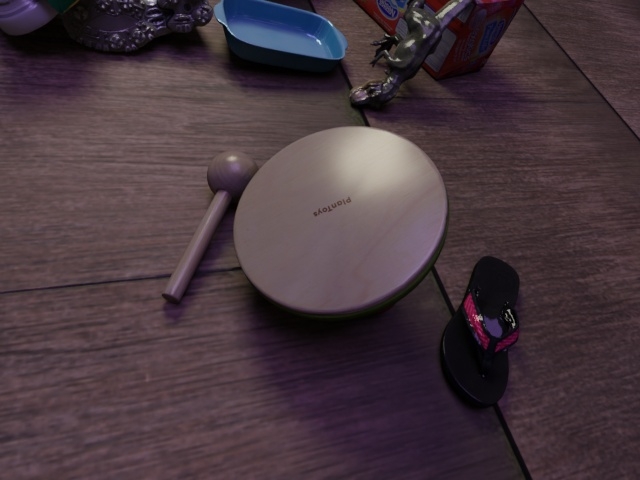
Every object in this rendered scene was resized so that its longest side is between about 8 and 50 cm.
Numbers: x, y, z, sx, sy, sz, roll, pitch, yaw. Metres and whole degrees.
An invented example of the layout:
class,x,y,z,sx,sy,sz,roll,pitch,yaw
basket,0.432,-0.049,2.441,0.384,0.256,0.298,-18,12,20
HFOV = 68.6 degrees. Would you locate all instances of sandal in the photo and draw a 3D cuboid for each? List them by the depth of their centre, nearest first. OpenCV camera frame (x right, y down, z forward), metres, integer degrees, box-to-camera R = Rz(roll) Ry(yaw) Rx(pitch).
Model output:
class,x,y,z,sx,sy,sz,roll,pitch,yaw
sandal,0.165,0.075,0.460,0.067,0.040,0.179,28,51,3

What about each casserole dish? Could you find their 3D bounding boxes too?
class,x,y,z,sx,sy,sz,roll,pitch,yaw
casserole dish,-0.053,-0.277,0.639,0.189,0.037,0.114,1,55,-26

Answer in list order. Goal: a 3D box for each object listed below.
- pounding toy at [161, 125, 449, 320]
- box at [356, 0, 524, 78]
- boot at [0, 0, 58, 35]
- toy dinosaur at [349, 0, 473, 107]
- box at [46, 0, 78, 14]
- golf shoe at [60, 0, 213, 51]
class,x,y,z,sx,sy,sz,roll,pitch,yaw
pounding toy,0.000,0.000,0.440,0.237,0.110,0.182,0,62,18
box,0.172,-0.395,0.750,0.123,0.128,0.256,-23,65,-31
boot,-0.365,-0.348,0.527,0.095,0.123,0.258,-25,57,0
toy dinosaur,0.131,-0.292,0.647,0.064,0.268,0.118,32,14,-42
box,-0.291,-0.340,0.513,0.105,0.043,0.179,46,32,-42
golf shoe,-0.228,-0.280,0.590,0.176,0.069,0.086,-18,30,-21
